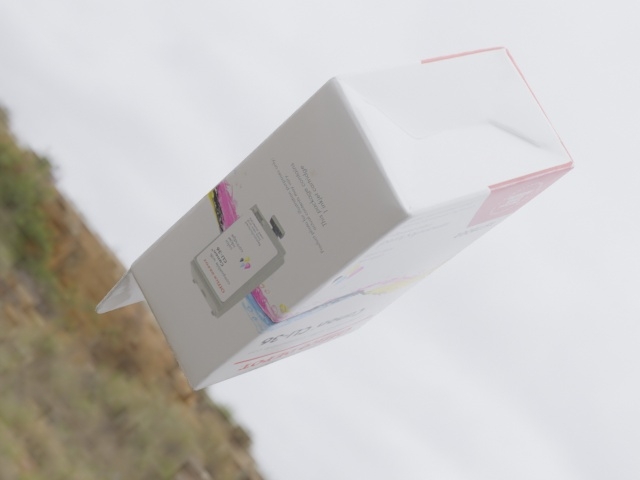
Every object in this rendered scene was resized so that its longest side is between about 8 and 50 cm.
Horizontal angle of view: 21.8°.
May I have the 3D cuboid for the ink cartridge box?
[{"bbox_3d":[0.000,0.000,0.728,0.198,0.115,0.067,-39,-106,42],"label":"ink cartridge box"}]
